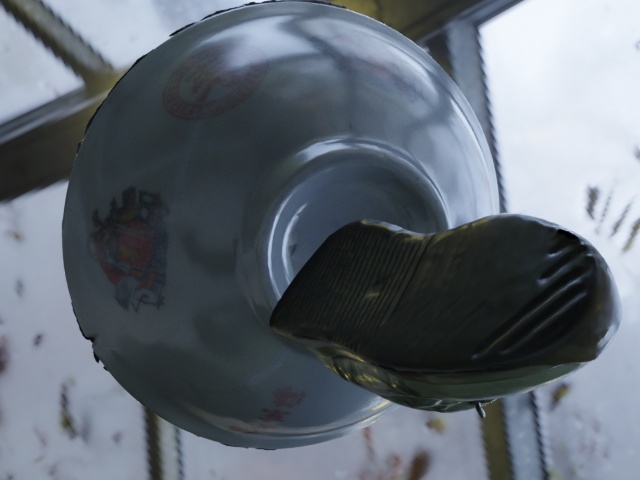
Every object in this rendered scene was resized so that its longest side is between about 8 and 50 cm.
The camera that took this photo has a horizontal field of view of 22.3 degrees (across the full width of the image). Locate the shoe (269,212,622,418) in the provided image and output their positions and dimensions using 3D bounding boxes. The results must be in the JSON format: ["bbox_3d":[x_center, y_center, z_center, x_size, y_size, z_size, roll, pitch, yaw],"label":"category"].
[{"bbox_3d":[0.073,0.047,0.858,0.098,0.103,0.275,41,-13,-20],"label":"shoe"}]

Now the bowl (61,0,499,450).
[{"bbox_3d":[0.000,0.000,1.151,0.345,0.345,0.157,69,-15,-14],"label":"bowl"}]
